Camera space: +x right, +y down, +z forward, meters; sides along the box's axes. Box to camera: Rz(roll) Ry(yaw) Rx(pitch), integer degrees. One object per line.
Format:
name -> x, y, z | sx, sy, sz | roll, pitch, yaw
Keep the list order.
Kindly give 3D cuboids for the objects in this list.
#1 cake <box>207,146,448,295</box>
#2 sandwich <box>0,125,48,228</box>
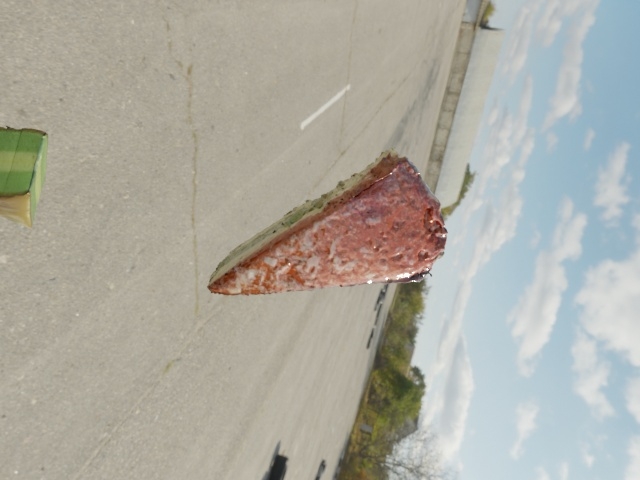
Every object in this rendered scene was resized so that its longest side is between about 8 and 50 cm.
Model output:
cake -> 0.014, 0.014, 0.412 | 0.220, 0.117, 0.086 | -34, -162, 17
sandwich -> -0.295, -0.057, 0.441 | 0.116, 0.074, 0.074 | 92, 1, -73
